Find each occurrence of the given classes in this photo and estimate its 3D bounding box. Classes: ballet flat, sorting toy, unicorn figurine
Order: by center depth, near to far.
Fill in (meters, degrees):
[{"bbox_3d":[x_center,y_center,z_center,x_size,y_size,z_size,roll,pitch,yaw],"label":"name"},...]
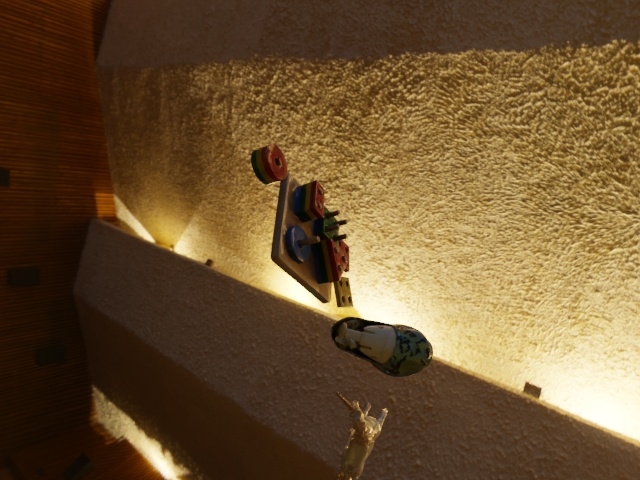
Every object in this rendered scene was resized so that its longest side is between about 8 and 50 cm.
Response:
[{"bbox_3d":[0.067,0.135,0.558,0.188,0.070,0.070,163,-81,-65],"label":"ballet flat"},{"bbox_3d":[0.000,0.000,0.564,0.046,0.274,0.133,-14,-128,25],"label":"sorting toy"},{"bbox_3d":[0.057,0.274,0.593,0.060,0.111,0.162,8,-84,18],"label":"unicorn figurine"}]
